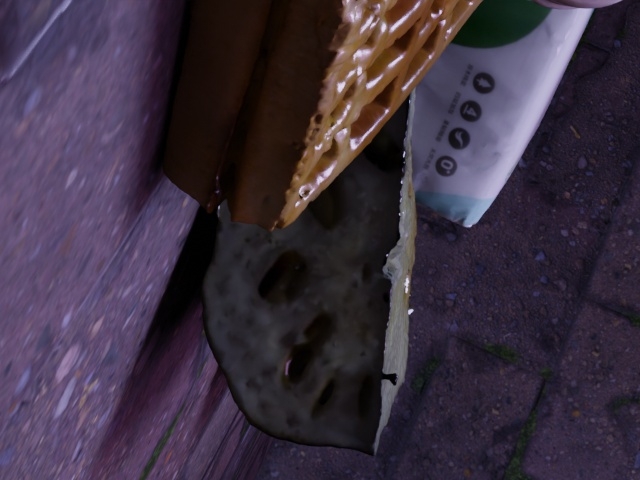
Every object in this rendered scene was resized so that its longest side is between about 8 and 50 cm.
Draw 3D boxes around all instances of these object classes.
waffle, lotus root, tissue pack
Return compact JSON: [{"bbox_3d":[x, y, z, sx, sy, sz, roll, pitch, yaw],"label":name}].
[{"bbox_3d":[0.040,-0.170,0.708,0.328,0.098,0.224,-55,170,-38],"label":"waffle"},{"bbox_3d":[0.003,-0.014,0.966,0.260,0.149,0.267,-60,156,-77],"label":"lotus root"},{"bbox_3d":[0.175,-0.235,1.326,0.266,0.193,0.357,-59,172,-59],"label":"tissue pack"}]

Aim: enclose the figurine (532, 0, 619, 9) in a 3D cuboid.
[{"bbox_3d":[0.212,-0.343,0.990,0.211,0.253,0.361,-32,-143,68],"label":"figurine"}]
